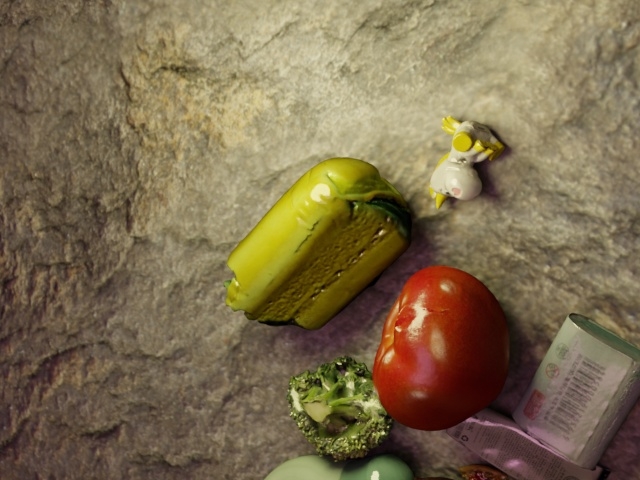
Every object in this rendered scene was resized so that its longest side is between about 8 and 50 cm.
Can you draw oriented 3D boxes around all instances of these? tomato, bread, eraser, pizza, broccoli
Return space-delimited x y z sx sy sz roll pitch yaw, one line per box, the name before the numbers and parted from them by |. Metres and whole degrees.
tomato | 0.223 0.200 1.673 0.227 0.298 0.298 16 109 -5
bread | 0.000 0.000 1.790 0.376 0.251 0.208 -44 33 32
eraser | 0.462 0.267 1.631 0.174 0.081 0.226 32 112 20
pizza | 0.317 0.465 1.770 0.100 0.029 0.099 57 134 9
broccoli | 0.036 0.331 1.853 0.226 0.176 0.197 32 94 5

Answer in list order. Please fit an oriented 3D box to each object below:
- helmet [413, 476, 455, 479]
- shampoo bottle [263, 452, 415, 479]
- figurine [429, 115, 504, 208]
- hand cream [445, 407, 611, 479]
helmet | 0.250 0.531 1.781 0.106 0.155 0.175 -14 107 11
shampoo bottle | 0.041 0.535 1.896 0.350 0.151 0.221 -24 88 32
figurine | 0.256 -0.135 1.702 0.130 0.109 0.178 40 120 51
hand cream | 0.365 0.392 1.729 0.336 0.076 0.121 29 117 19
